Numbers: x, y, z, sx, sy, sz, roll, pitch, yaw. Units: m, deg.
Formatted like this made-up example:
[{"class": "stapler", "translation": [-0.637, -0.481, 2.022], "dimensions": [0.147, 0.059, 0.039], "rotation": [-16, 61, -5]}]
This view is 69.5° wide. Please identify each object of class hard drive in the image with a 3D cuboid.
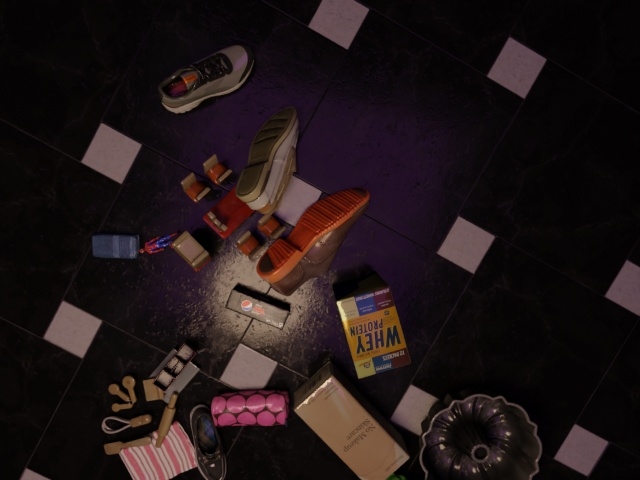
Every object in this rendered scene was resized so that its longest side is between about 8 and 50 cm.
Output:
[{"class": "hard drive", "translation": [-0.413, 0.376, 1.287], "dimensions": [0.094, 0.022, 0.135], "rotation": [41, 92, -4]}]

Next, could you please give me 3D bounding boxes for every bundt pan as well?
[{"class": "bundt pan", "translation": [0.424, 0.559, 1.278], "dimensions": [0.331, 0.124, 0.330], "rotation": [0, 95, -1]}]

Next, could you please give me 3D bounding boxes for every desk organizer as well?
[{"class": "desk organizer", "translation": [-0.390, 0.339, 1.239], "dimensions": [0.047, 0.050, 0.130], "rotation": [38, 76, -5]}]

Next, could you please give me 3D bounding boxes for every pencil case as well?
[{"class": "pencil case", "translation": [-0.191, 0.469, 1.271], "dimensions": [0.210, 0.095, 0.098], "rotation": [0, 116, 0]}]

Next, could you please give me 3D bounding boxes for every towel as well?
[{"class": "towel", "translation": [-0.457, 0.613, 1.303], "dimensions": [0.197, 0.029, 0.144], "rotation": [-26, 95, 1]}, {"class": "towel", "translation": [-0.552, 0.015, 1.247], "dimensions": [0.120, 0.029, 0.067], "rotation": [2, 95, -3]}]

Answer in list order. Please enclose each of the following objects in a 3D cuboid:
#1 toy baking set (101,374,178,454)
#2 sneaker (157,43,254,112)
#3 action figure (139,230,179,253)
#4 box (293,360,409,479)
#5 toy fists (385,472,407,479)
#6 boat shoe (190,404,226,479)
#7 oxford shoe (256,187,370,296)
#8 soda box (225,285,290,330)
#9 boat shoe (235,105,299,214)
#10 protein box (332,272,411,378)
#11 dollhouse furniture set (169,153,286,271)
[{"class": "toy baking set", "translation": [-0.504, 0.487, 1.280], "dimensions": [0.197, 0.030, 0.256], "rotation": [15, 95, 7]}, {"class": "sneaker", "translation": [-0.291, -0.416, 1.179], "dimensions": [0.272, 0.108, 0.100], "rotation": [-30, 93, 0]}, {"class": "action figure", "translation": [-0.437, 0.009, 1.252], "dimensions": [0.115, 0.030, 0.038], "rotation": [-22, 100, 2]}, {"class": "box", "translation": [0.082, 0.502, 1.263], "dimensions": [0.148, 0.121, 0.311], "rotation": [-44, 95, 2]}, {"class": "toy fists", "translation": [0.242, 0.703, 1.235], "dimensions": [0.096, 0.279, 0.142], "rotation": [-47, 111, -36]}, {"class": "boat shoe", "translation": [-0.306, 0.570, 1.273], "dimensions": [0.080, 0.076, 0.228], "rotation": [-10, 92, -22]}, {"class": "oxford shoe", "translation": [0.000, 0.000, 1.237], "dimensions": [0.364, 0.130, 0.132], "rotation": [-40, 128, -5]}, {"class": "soda box", "translation": [-0.170, 0.183, 1.261], "dimensions": [0.169, 0.053, 0.060], "rotation": [22, 94, -4]}, {"class": "boat shoe", "translation": [-0.118, -0.205, 1.181], "dimensions": [0.103, 0.113, 0.302], "rotation": [45, 58, -43]}, {"class": "protein box", "translation": [0.125, 0.212, 1.199], "dimensions": [0.136, 0.200, 0.201], "rotation": [-16, 96, 0]}, {"class": "dollhouse furniture set", "translation": [-0.267, -0.045, 1.212], "dimensions": [0.262, 0.135, 0.259], "rotation": [46, 76, -5]}]
